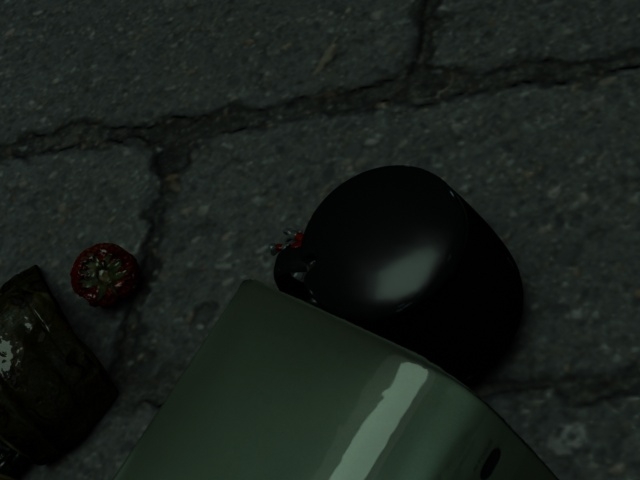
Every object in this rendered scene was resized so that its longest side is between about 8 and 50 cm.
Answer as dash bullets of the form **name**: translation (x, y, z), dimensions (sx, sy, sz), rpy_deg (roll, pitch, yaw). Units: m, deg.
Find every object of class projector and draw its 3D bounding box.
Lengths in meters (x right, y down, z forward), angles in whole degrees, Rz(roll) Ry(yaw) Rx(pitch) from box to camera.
- **projector**: translation (0.001, 0.211, 0.889), dimensions (0.248, 0.248, 0.249), rpy_deg (22, 73, 42)

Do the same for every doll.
- **doll**: translation (0.001, 0.001, 1.165), dimensions (0.114, 0.039, 0.057), rpy_deg (-27, 25, 20)

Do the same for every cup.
- **cup**: translation (0.055, 0.034, 1.029), dimensions (0.223, 0.176, 0.169), rpy_deg (0, 64, 26)

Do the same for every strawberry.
- **strawberry**: translation (-0.229, 0.035, 1.250), dimensions (0.073, 0.073, 0.083), rpy_deg (-47, 16, -6)

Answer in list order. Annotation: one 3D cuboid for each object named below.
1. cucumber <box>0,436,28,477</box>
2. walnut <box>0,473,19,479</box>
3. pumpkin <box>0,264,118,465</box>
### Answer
- **cucumber**: translation (-0.375, 0.261, 1.183), dimensions (0.187, 0.058, 0.058), rpy_deg (-38, 51, -1)
- **walnut**: translation (-0.300, 0.336, 0.944), dimensions (0.306, 0.306, 0.344), rpy_deg (-44, 59, -4)
- **pumpkin**: translation (-0.318, 0.098, 1.208), dimensions (0.131, 0.126, 0.248), rpy_deg (-44, 51, -7)
